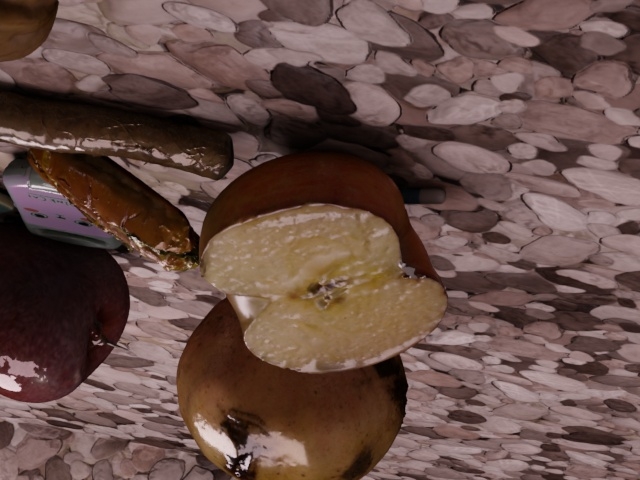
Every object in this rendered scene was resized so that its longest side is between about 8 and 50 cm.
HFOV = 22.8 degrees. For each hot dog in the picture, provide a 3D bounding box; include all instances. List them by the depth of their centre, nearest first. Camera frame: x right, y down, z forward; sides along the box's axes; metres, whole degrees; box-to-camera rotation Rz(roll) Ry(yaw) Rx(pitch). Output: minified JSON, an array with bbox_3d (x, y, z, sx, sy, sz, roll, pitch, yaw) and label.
[{"bbox_3d":[-0.235,-0.048,1.820,0.269,0.072,0.115,35,163,28],"label":"hot dog"}]

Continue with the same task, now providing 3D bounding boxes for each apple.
[{"bbox_3d":[0.000,0.000,1.793,0.251,0.163,0.293,-15,138,12],"label":"apple"}]

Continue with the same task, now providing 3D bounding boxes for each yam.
[{"bbox_3d":[-0.242,-0.119,1.774,0.299,0.066,0.066,10,161,4],"label":"yam"}]

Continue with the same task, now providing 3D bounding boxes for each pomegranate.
[{"bbox_3d":[-0.038,0.202,2.193,0.322,0.322,0.322,10,161,4],"label":"pomegranate"}]

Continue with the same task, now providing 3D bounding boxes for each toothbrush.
[{"bbox_3d":[0.021,-0.054,1.870,0.275,0.019,0.025,2,168,25],"label":"toothbrush"}]

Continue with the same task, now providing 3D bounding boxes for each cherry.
[{"bbox_3d":[-0.405,0.094,2.187,0.307,0.261,0.221,30,131,7],"label":"cherry"}]

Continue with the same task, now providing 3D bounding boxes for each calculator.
[{"bbox_3d":[-0.329,-0.046,2.058,0.141,0.045,0.246,11,162,3],"label":"calculator"}]

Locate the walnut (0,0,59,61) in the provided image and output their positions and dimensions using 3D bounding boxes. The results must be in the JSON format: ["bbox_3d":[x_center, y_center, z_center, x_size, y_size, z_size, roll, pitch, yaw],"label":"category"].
[{"bbox_3d":[-0.308,-0.242,1.293,0.213,0.213,0.213,10,161,4],"label":"walnut"}]

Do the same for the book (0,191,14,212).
[{"bbox_3d":[-0.626,-0.097,2.105,0.379,0.031,0.264,27,156,-38],"label":"book"}]
